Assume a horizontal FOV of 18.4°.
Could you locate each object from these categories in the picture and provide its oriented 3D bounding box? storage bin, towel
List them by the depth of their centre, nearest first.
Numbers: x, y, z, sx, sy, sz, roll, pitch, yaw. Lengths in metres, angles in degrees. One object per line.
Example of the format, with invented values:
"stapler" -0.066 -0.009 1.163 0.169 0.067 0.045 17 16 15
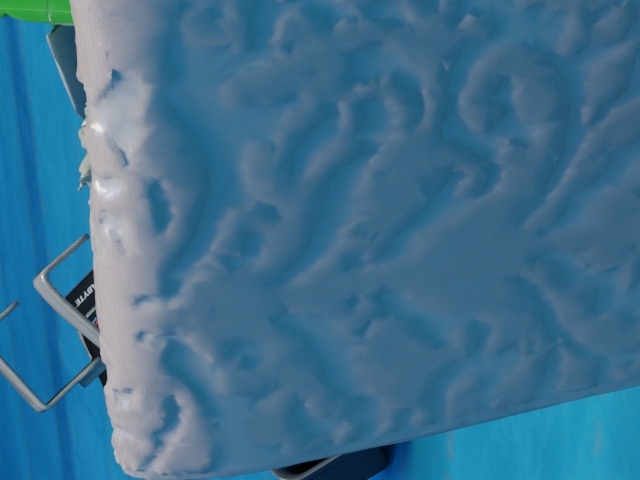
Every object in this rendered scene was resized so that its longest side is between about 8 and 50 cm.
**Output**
"towel" 0.060 -0.063 0.781 0.053 0.317 0.332 -118 22 -51
"storage bin" 0.000 0.120 1.458 0.135 0.098 0.091 60 -175 32

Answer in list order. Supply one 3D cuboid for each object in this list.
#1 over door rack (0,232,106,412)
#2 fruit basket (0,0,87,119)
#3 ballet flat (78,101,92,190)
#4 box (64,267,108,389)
"over door rack" 0.000 0.000 1.001 0.108 0.324 0.239 60 160 1
"fruit basket" -0.149 -0.308 1.255 0.353 0.165 0.327 -84 -9 -46
"ballet flat" -0.013 -0.108 1.021 0.409 0.147 0.147 -35 72 54
"box" -0.074 0.041 1.431 0.220 0.051 0.175 -44 53 18
